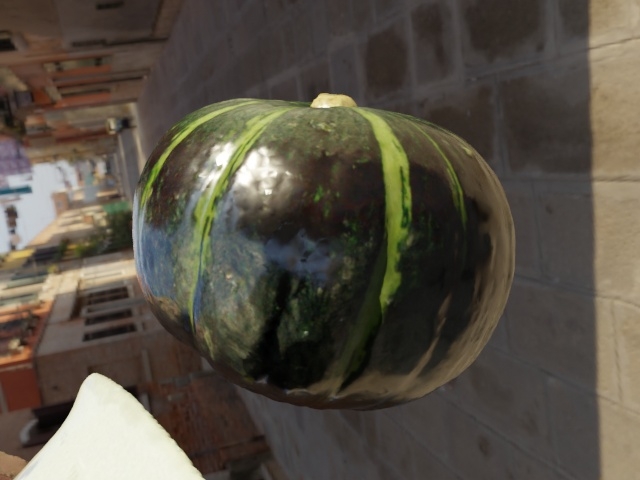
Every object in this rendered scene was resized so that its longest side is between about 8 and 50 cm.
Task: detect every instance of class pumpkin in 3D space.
[{"bbox_3d":[0.000,0.000,0.647,0.323,0.323,0.241,-136,58,-66],"label":"pumpkin"}]

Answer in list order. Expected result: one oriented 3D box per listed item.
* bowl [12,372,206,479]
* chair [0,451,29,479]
[{"bbox_3d":[-0.097,0.302,0.372,0.435,0.196,0.434,42,148,35],"label":"bowl"},{"bbox_3d":[-0.354,0.185,0.540,0.183,0.327,0.175,-66,9,-30],"label":"chair"}]
